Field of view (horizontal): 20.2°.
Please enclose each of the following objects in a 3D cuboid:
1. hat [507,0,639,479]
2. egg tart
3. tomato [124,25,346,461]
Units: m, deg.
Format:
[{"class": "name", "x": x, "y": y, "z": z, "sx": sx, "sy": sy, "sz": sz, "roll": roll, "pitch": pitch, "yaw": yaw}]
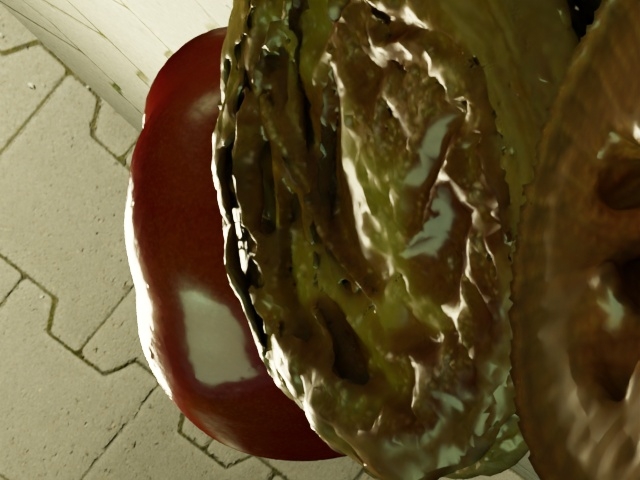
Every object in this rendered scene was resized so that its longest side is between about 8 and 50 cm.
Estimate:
[{"class": "hat", "x": 0.213, "y": 0.012, "z": 0.482, "sx": 0.233, "sy": 0.244, "sz": 0.233, "roll": 11, "pitch": -142, "yaw": -24}, {"class": "egg tart", "x": 0.052, "y": -0.043, "z": 0.771, "sx": 0.297, "sy": 0.132, "sz": 0.297, "roll": 29, "pitch": 124, "yaw": 55}, {"class": "tomato", "x": 0.000, "y": 0.000, "z": 1.168, "sx": 0.226, "sy": 0.299, "sz": 0.298, "roll": -2, "pitch": 168, "yaw": 6}]
